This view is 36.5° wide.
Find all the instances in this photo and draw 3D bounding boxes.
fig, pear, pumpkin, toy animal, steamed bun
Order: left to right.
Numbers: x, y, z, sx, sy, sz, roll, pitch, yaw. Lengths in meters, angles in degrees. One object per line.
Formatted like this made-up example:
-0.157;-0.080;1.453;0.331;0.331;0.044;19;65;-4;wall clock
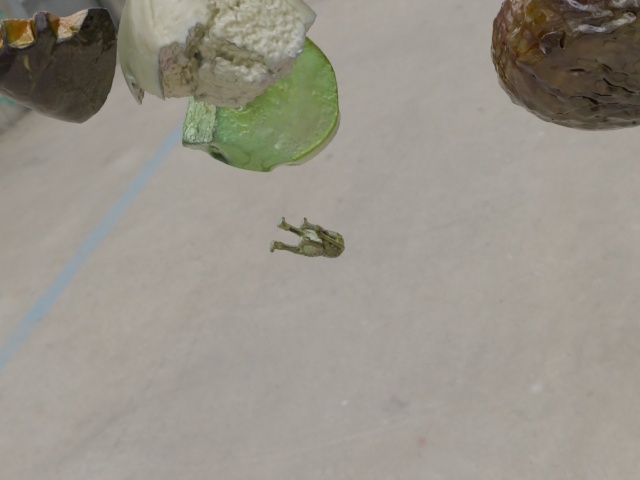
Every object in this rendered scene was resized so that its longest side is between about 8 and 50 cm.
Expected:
-0.404;-0.227;1.350;0.254;0.149;0.130;-9;7;35;pumpkin
-0.139;-0.216;1.102;0.170;0.200;0.225;-59;10;-20;steamed bun
-0.098;-0.260;1.783;0.281;0.287;0.176;8;-5;-25;pear
0.000;0.000;1.842;0.181;0.136;0.073;-6;70;61;toy animal
0.390;-0.214;1.090;0.368;0.286;0.286;39;63;20;fig
